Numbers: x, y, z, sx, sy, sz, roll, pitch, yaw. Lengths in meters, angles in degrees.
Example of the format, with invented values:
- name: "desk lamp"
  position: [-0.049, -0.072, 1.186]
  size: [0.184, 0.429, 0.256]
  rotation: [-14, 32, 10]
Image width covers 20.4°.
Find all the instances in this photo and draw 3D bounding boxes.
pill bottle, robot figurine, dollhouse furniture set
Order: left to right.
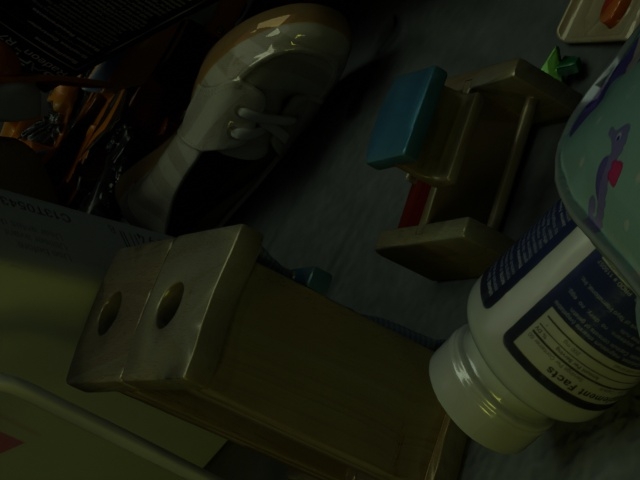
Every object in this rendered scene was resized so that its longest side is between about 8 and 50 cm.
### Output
- name: "robot figurine"
  position: [-0.136, -0.106, 1.185]
  size: [0.291, 0.085, 0.211]
  rotation: [-57, 20, 10]
- name: "dollhouse furniture set"
  position: [0.000, 0.000, 0.762]
  size: [0.129, 0.129, 0.184]
  rotation: [-9, 57, 60]
- name: "pill bottle"
  position: [0.095, 0.022, 0.632]
  size: [0.120, 0.067, 0.067]
  rotation: [-46, 29, 29]

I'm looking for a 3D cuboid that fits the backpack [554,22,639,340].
- name: "backpack"
  position: [0.188, -0.026, 0.379]
  size: [0.253, 0.191, 0.225]
  rotation: [-49, 26, 14]

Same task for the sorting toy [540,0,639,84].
- name: "sorting toy"
  position: [0.123, -0.101, 0.770]
  size: [0.083, 0.012, 0.062]
  rotation: [-64, 25, -5]

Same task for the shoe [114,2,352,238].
- name: "shoe"
  position: [-0.046, -0.052, 0.987]
  size: [0.219, 0.076, 0.058]
  rotation: [-44, 49, 47]

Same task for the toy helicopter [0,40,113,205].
- name: "toy helicopter"
  position: [-0.195, -0.023, 0.919]
  size: [0.355, 0.140, 0.235]
  rotation: [67, -149, -69]

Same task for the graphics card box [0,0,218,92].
- name: "graphics card box"
  position: [-0.055, -0.246, 0.988]
  size: [0.371, 0.094, 0.233]
  rotation: [-21, 45, 46]

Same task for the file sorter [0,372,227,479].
- name: "file sorter"
  position: [-0.120, 0.218, 0.697]
  size: [0.173, 0.192, 0.278]
  rotation: [-44, 30, 28]

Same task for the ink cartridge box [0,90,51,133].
- name: "ink cartridge box"
  position: [-0.289, -0.120, 1.375]
  size: [0.226, 0.131, 0.306]
  rotation: [-18, 34, 55]

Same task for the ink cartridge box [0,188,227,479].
- name: "ink cartridge box"
  position: [-0.220, 0.109, 0.844]
  size: [0.330, 0.324, 0.071]
  rotation: [-51, 47, 24]

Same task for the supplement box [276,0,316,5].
- name: "supplement box"
  position: [-0.001, -0.260, 1.101]
  size: [0.080, 0.078, 0.233]
  rotation: [-32, 38, 50]
